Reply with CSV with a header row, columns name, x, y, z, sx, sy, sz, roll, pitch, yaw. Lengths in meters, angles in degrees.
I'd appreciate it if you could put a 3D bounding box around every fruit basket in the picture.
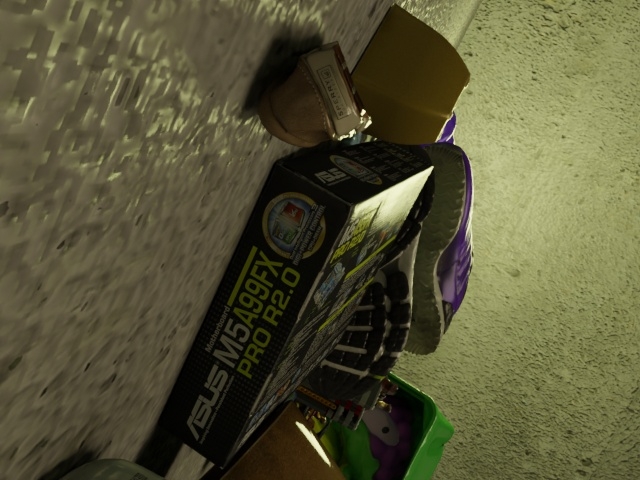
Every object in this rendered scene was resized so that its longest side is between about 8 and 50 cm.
name,x,y,z,sx,sy,sz,roll,pitch,yaw
fruit basket,-0.005,0.315,1.209,0.283,0.391,0.392,-62,176,-2

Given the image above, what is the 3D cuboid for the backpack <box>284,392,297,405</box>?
name,x,y,z,sx,sy,sz,roll,pitch,yaw
backpack,-0.081,0.205,0.795,0.105,0.084,0.114,-60,180,-32

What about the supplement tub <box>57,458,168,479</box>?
name,x,y,z,sx,sy,sz,roll,pitch,yaw
supplement tub,-0.017,0.251,0.309,0.194,0.315,0.193,-62,176,-7

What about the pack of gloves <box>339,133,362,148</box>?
name,x,y,z,sx,sy,sz,roll,pitch,yaw
pack of gloves,0.000,0.000,0.756,0.195,0.046,0.232,-59,175,-25

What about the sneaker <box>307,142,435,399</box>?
name,x,y,z,sx,sy,sz,roll,pitch,yaw
sneaker,0.053,0.036,0.815,0.121,0.111,0.300,-174,-78,-82

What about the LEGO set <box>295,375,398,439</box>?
name,x,y,z,sx,sy,sz,roll,pitch,yaw
LEGO set,0.021,0.154,0.972,0.255,0.192,0.331,-58,174,-41

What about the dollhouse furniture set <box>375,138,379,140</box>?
name,x,y,z,sx,sy,sz,roll,pitch,yaw
dollhouse furniture set,0.076,-0.069,1.146,0.182,0.101,0.161,-61,151,-4

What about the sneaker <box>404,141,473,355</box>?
name,x,y,z,sx,sy,sz,roll,pitch,yaw
sneaker,0.155,-0.004,0.942,0.146,0.102,0.294,-35,138,-49

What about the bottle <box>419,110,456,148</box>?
name,x,y,z,sx,sy,sz,roll,pitch,yaw
bottle,0.137,-0.113,0.971,0.283,0.092,0.118,81,6,-52

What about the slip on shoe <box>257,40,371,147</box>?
name,x,y,z,sx,sy,sz,roll,pitch,yaw
slip on shoe,-0.001,-0.071,0.361,0.041,0.052,0.135,-23,-167,10

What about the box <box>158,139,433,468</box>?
name,x,y,z,sx,sy,sz,roll,pitch,yaw
box,-0.004,0.031,0.582,0.216,0.060,0.270,-64,168,19

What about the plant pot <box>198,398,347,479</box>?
name,x,y,z,sx,sy,sz,roll,pitch,yaw
plant pot,-0.025,0.305,0.573,0.237,0.254,0.237,-43,174,-5

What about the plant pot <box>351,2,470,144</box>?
name,x,y,z,sx,sy,sz,roll,pitch,yaw
plant pot,0.074,-0.126,0.584,0.081,0.083,0.081,-61,176,-18
